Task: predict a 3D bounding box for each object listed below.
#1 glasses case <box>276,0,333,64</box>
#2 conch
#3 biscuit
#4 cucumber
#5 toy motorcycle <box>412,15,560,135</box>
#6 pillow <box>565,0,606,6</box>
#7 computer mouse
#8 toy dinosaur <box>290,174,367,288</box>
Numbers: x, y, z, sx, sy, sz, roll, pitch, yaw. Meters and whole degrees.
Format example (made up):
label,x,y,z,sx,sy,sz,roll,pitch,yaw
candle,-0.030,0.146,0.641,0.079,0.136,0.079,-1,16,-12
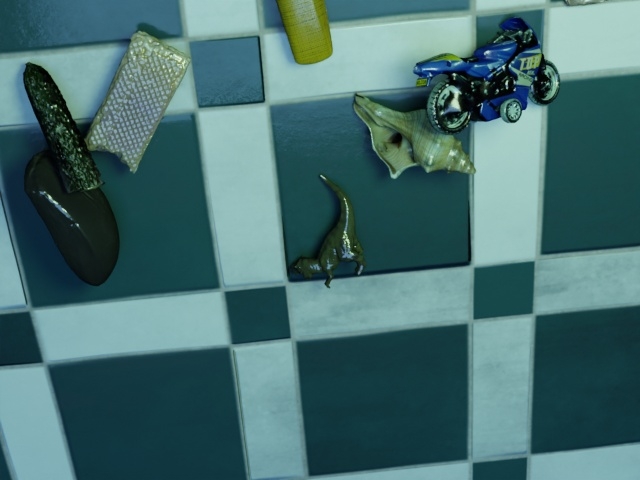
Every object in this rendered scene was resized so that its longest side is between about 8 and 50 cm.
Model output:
label,x,y,z,sx,sy,sz,roll,pitch,yaw
glasses case,-0.036,-0.408,1.472,0.079,0.064,0.234,-15,117,5
conch,0.171,-0.174,1.592,0.234,0.114,0.137,18,107,25
biscuit,-0.322,-0.239,1.537,0.108,0.062,0.238,26,110,-14
cucumber,-0.445,-0.192,1.516,0.067,0.067,0.245,-26,85,8
toy motorcycle,0.291,-0.285,1.510,0.316,0.113,0.168,-19,107,-29
pillow,0.473,-0.518,1.470,0.135,0.049,0.248,-10,120,-4
computer mouse,-0.424,-0.043,1.582,0.087,0.137,0.269,-16,118,14
toy dinosaur,0.000,0.000,1.667,0.187,0.087,0.179,-39,114,13
